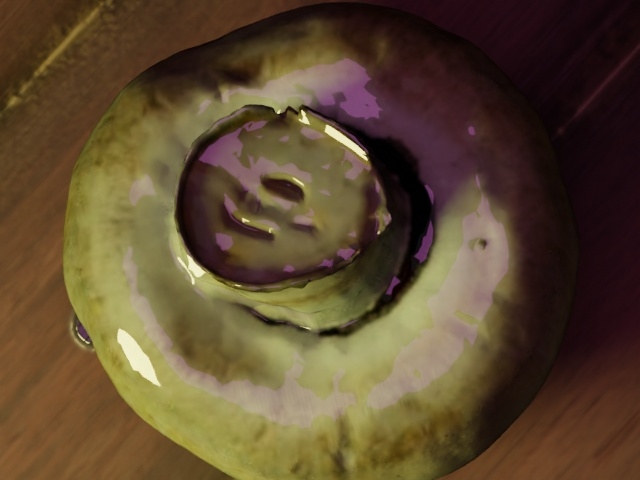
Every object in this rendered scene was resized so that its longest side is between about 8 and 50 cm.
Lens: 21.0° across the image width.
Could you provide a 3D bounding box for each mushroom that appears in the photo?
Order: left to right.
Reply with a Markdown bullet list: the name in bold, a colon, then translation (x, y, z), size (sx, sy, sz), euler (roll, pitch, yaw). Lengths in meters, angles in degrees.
- **mushroom**: translation (0.000, 0.000, 1.164), size (0.352, 0.260, 0.352), euler (-2, 76, 6)
